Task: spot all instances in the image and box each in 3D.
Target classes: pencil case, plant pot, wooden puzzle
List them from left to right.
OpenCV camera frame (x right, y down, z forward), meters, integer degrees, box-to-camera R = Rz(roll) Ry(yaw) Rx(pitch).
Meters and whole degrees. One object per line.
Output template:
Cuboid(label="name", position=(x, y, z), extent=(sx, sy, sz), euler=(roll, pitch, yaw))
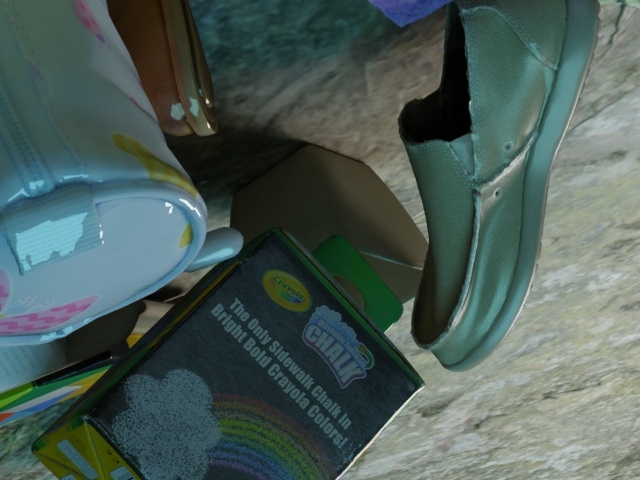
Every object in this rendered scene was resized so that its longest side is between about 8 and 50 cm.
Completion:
Cuboid(label="pencil case", position=(-0.133, -0.097, 0.583), extent=(0.113, 0.273, 0.124), euler=(-12, 158, -27))
Cuboid(label="wooden puzzle", position=(-0.194, 0.093, 1.088), extent=(0.221, 0.044, 0.238), euler=(-22, 177, 7))
Cuboid(label="plant pot", position=(0.000, 0.000, 1.067), extent=(0.109, 0.096, 0.109), euler=(-33, 152, 28))

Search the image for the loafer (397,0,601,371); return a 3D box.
Cuboid(label="loafer", position=(0.090, -0.046, 0.968), extent=(0.092, 0.102, 0.269), euler=(8, 112, -12))

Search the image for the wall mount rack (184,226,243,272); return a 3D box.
Cuboid(label="wall mount rack", position=(-0.218, 0.014, 0.811), extent=(0.304, 0.130, 0.350), euler=(-47, 131, -23))

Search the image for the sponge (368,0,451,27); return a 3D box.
Cuboid(label="sponge", position=(0.102, -0.191, 0.825), extent=(0.210, 0.031, 0.117), euler=(-28, 154, 20))

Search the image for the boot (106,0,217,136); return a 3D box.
Cuboid(label="boot", position=(-0.135, -0.086, 0.683), extent=(0.152, 0.197, 0.073), euler=(-23, 135, -9))

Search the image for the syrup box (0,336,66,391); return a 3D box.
Cuboid(label="syrup box", position=(-0.279, 0.056, 0.962), extent=(0.236, 0.093, 0.096), euler=(-20, 130, 5))

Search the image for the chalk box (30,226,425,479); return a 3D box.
Cuboid(label="chalk box", position=(-0.041, 0.088, 0.942), extent=(0.213, 0.132, 0.132), euler=(-44, -175, -27))
